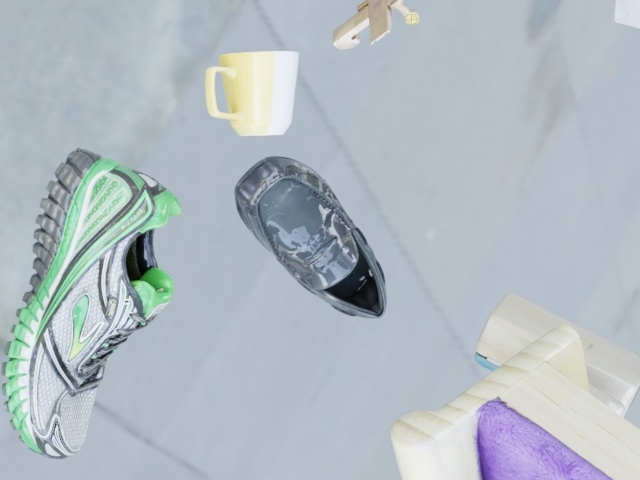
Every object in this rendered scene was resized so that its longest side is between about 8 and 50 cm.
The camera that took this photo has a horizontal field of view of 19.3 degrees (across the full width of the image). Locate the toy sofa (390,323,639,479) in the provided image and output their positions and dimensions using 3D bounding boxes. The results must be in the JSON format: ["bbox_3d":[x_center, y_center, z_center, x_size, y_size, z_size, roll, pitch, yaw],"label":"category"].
[{"bbox_3d":[0.173,0.209,0.865,0.177,0.362,0.150,-33,132,-21],"label":"toy sofa"}]

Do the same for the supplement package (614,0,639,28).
[{"bbox_3d":[0.369,-0.243,1.386,0.145,0.262,0.204,-58,157,-34],"label":"supplement package"}]

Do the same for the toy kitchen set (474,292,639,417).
[{"bbox_3d":[0.132,0.164,1.363,0.207,0.122,0.166,-39,154,-61],"label":"toy kitchen set"}]

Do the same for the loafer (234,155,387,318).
[{"bbox_3d":[0.000,0.000,1.576,0.076,0.078,0.223,-42,145,0],"label":"loafer"}]

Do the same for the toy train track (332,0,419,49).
[{"bbox_3d":[0.041,-0.100,0.751,0.083,0.014,0.048,-34,-148,25],"label":"toy train track"}]

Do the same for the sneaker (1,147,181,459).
[{"bbox_3d":[-0.245,0.083,2.015,0.134,0.146,0.343,-43,149,-69],"label":"sneaker"}]

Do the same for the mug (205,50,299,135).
[{"bbox_3d":[-0.054,-0.113,1.448,0.062,0.078,0.064,-166,-107,-77],"label":"mug"}]
